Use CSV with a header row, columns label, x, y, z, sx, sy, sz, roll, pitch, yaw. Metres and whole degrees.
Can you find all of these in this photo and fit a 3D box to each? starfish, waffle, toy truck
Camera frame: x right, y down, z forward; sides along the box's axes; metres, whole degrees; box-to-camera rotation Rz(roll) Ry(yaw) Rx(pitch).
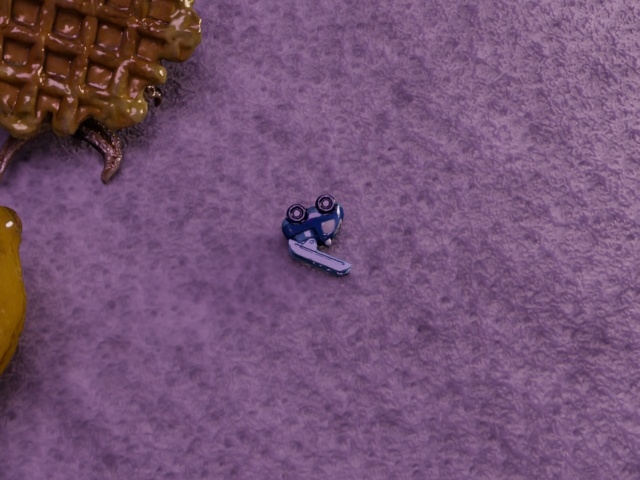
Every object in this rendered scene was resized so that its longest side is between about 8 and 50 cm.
label,x,y,z,sx,sy,sz,roll,pitch,yaw
starfish,-0.302,-0.160,1.338,0.238,0.057,0.213,-43,79,-13
waffle,-0.279,-0.275,1.257,0.302,0.068,0.325,-32,110,-8
toy truck,0.000,0.000,1.272,0.073,0.056,0.090,-20,79,-7

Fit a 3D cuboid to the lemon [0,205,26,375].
label,x,y,z,sx,sy,sz,roll,pitch,yaw
lemon,-0.420,0.071,1.104,0.258,0.258,0.310,38,71,16
